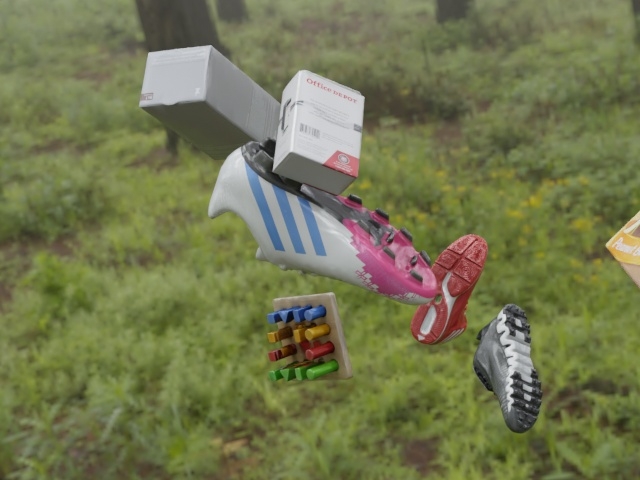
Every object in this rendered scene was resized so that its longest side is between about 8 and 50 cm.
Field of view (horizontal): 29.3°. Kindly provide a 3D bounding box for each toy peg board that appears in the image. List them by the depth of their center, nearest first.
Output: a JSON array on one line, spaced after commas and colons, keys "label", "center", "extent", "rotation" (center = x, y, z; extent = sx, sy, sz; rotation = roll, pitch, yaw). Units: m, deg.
[{"label": "toy peg board", "center": [-0.037, 0.187, 2.247], "extent": [0.079, 0.161, 0.161], "rotation": [-17, 6, -43]}]

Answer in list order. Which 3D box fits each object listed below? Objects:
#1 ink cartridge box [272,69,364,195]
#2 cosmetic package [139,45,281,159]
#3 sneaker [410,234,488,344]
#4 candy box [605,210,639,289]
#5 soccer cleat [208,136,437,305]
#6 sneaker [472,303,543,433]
[{"label": "ink cartridge box", "center": [-0.002, -0.139, 1.580], "extent": [0.099, 0.135, 0.056], "rotation": [20, -35, -21]}, {"label": "cosmetic package", "center": [-0.173, -0.217, 1.972], "extent": [0.127, 0.107, 0.238], "rotation": [-1, -21, 25]}, {"label": "sneaker", "center": [0.249, 0.096, 2.274], "extent": [0.087, 0.221, 0.128], "rotation": [34, 2, 23]}, {"label": "candy box", "center": [0.524, 0.027, 1.663], "extent": [0.183, 0.087, 0.316], "rotation": [-46, 19, 14]}, {"label": "soccer cleat", "center": [0.000, 0.000, 1.640], "extent": [0.143, 0.331, 0.116], "rotation": [-51, 5, 26]}, {"label": "sneaker", "center": [0.306, 0.226, 2.042], "extent": [0.106, 0.078, 0.234], "rotation": [-37, 41, 38]}]
